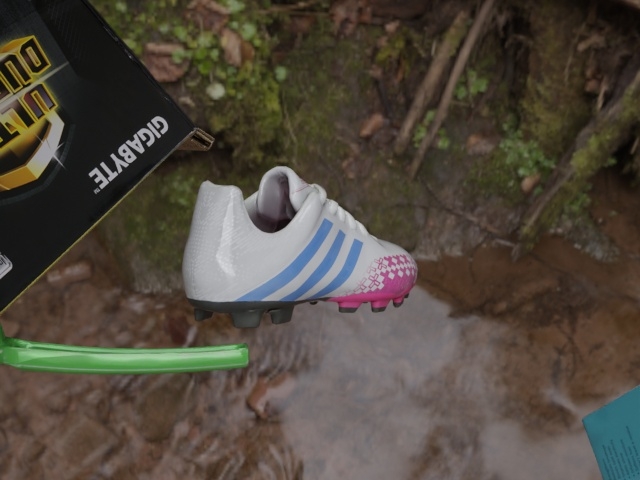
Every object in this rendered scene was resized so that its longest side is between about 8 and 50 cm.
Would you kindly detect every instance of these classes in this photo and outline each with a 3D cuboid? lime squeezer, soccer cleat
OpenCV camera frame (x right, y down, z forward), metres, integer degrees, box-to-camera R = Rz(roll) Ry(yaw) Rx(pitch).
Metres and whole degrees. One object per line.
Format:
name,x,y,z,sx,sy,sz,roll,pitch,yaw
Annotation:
lime squeezer,-0.192,0.018,0.452,0.310,0.059,0.110,33,73,-8
soccer cleat,0.000,0.000,0.908,0.116,0.143,0.331,6,6,36

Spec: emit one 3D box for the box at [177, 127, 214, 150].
box,-0.249,-0.168,1.211,0.201,0.164,0.021,12,73,58

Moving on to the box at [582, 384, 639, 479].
box,0.258,0.085,0.510,0.100,0.244,0.060,-3,63,-20

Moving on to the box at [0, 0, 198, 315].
box,-0.255,-0.084,0.599,0.257,0.079,0.322,49,38,-11
